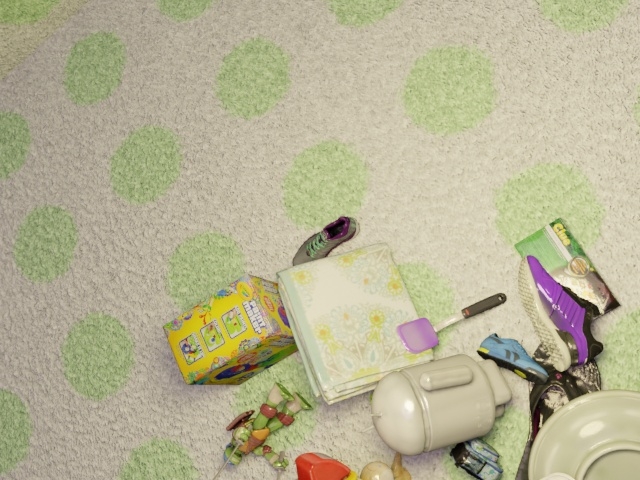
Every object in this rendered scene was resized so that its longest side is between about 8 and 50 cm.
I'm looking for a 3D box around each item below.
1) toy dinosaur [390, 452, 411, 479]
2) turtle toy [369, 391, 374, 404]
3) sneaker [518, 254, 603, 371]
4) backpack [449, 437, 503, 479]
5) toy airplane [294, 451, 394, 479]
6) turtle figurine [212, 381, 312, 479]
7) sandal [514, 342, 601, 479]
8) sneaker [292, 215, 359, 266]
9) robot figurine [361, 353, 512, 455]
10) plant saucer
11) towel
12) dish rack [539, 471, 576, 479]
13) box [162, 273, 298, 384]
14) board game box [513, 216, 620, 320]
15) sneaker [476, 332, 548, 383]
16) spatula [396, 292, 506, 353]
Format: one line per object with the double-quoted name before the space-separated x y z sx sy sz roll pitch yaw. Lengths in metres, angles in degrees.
"toy dinosaur" 0.186 0.600 1.829 0.092 0.053 0.183 -3 85 6
"turtle toy" 0.184 0.387 1.855 0.130 0.066 0.095 -43 67 9
"sneaker" 0.579 0.161 1.705 0.146 0.102 0.293 -15 63 -3
"backpack" 0.385 0.529 1.723 0.114 0.105 0.084 36 91 1
"toy airplane" 0.095 0.666 1.718 0.386 0.384 0.272 37 64 15
"turtle figurine" -0.135 0.532 1.887 0.197 0.274 0.266 39 91 -11
"sandal" 0.557 0.436 1.675 0.167 0.107 0.446 7 81 22
"sneaker" 0.000 0.000 1.989 0.223 0.098 0.083 -38 68 10
"robot figurine" 0.271 0.389 1.697 0.353 0.300 0.200 -12 47 -14
"plant saucer" 0.664 0.533 1.561 0.400 0.100 0.401 1 93 13
"towel" 0.087 0.206 1.839 0.320 0.090 0.375 -13 66 -18
"dish rack" 0.497 0.699 1.578 0.333 0.072 0.286 -49 63 42
"box" -0.209 0.247 1.917 0.279 0.290 0.177 -33 69 14
"board game box" 0.608 0.085 1.770 0.136 0.030 0.260 -33 69 15
"sneaker" 0.473 0.276 1.725 0.082 0.069 0.209 -47 32 -13
"spatula" 0.339 0.200 1.806 0.296 0.030 0.084 -23 70 -4
